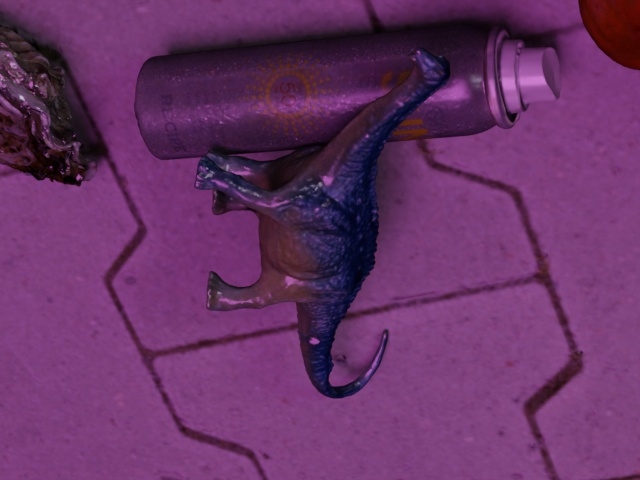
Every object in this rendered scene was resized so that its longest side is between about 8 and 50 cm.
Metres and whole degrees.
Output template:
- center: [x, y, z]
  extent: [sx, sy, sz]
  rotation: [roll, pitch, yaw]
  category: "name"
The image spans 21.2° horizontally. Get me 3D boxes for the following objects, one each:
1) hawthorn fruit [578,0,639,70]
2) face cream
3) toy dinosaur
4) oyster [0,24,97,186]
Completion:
- center: [0.207, -0.164, 1.013]
  extent: [0.140, 0.125, 0.125]
  rotation: [49, 130, 25]
  category: "hawthorn fruit"
- center: [0.017, -0.099, 1.136]
  extent: [0.283, 0.073, 0.073]
  rotation: [-4, 120, 20]
  category: "face cream"
- center: [-0.011, -0.004, 1.147]
  extent: [0.147, 0.076, 0.363]
  rotation: [8, 139, -1]
  category: "toy dinosaur"
- center: [-0.231, -0.107, 1.224]
  extent: [0.125, 0.064, 0.177]
  rotation: [-3, 132, 36]
  category: "oyster"
